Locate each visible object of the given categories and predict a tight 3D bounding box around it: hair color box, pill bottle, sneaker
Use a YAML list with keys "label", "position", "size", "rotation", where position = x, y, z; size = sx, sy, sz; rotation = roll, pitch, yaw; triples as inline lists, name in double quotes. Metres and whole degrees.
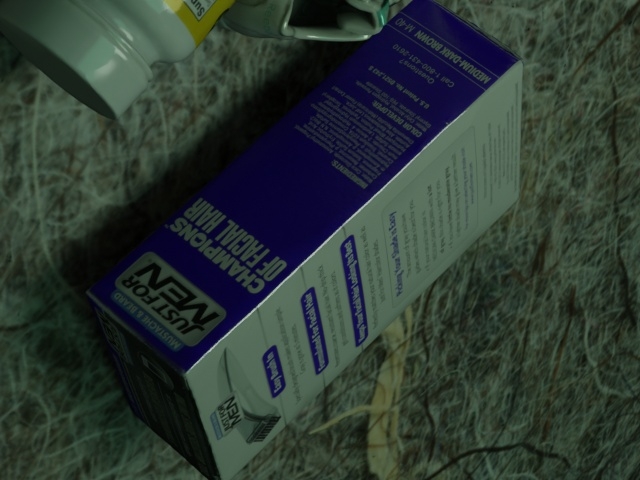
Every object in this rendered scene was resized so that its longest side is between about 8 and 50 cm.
- label: "hair color box"
  position: [0.000, 0.000, 1.278]
  size: [0.339, 0.110, 0.185]
  rotation: [-44, 154, -20]
- label: "pill bottle"
  position: [-0.096, -0.183, 1.066]
  size: [0.208, 0.119, 0.119]
  rotation: [-51, 142, -8]
- label: "sneaker"
  position: [0.024, -0.172, 1.225]
  size: [0.212, 0.094, 0.080]
  rotation: [-22, 128, -38]
